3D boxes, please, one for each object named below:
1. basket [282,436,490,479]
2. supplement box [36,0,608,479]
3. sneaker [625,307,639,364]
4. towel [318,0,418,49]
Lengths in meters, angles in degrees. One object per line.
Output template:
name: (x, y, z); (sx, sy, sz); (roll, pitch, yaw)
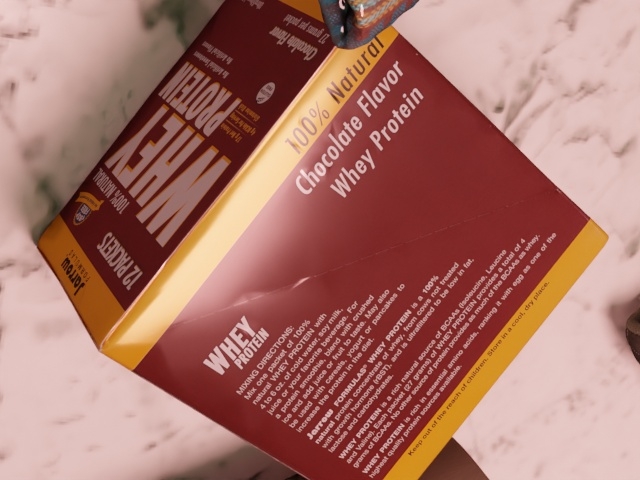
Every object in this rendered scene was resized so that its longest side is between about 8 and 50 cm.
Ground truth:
basket: (0.000, 0.216, 0.689); (0.226, 0.154, 0.204); (-31, 122, -16)
supplement box: (0.000, 0.000, 0.605); (0.194, 0.129, 0.191); (37, 92, -33)
sneaker: (0.308, -0.004, 0.775); (0.108, 0.100, 0.271); (38, 92, -27)
towel: (0.085, -0.287, 0.499); (0.370, 0.040, 0.271); (-44, 126, -31)
